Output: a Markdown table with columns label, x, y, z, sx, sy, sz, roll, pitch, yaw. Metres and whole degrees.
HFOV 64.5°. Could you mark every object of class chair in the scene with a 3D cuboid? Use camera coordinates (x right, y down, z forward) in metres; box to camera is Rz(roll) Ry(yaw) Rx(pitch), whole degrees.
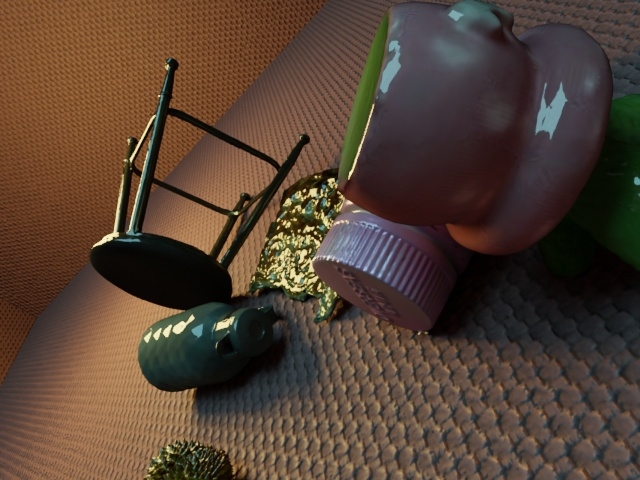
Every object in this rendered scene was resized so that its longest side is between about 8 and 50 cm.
| label | x | y | z | sx | sy | sz | roll | pitch | yaw |
| --- | --- | --- | --- | --- | --- | --- | --- | --- | --- |
| chair | -0.297 | -0.080 | 1.165 | 0.364 | 0.361 | 0.410 | -32 | 39 | 50 |

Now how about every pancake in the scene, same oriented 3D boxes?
| label | x | y | z | sx | sy | sz | roll | pitch | yaw |
| --- | --- | --- | --- | --- | --- | --- | --- | --- | --- |
| pancake | 0.002 | -0.005 | 0.955 | 0.426 | 0.066 | 0.305 | 9 | 70 | 59 |

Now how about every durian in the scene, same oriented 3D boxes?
| label | x | y | z | sx | sy | sz | roll | pitch | yaw |
| --- | --- | --- | --- | --- | --- | --- | --- | --- | --- |
| durian | -0.187 | 0.356 | 0.692 | 0.158 | 0.137 | 0.168 | 4 | 42 | 35 |

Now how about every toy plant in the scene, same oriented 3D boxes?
| label | x | y | z | sx | sy | sz | roll | pitch | yaw |
| --- | --- | --- | --- | --- | --- | --- | --- | --- | --- |
| toy plant | 0.196 | -0.064 | 0.447 | 0.317 | 0.355 | 0.211 | -85 | 17 | -52 |

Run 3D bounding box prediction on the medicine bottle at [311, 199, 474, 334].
| label | x | y | z | sx | sy | sz | roll | pitch | yaw |
| --- | --- | --- | --- | --- | --- | --- | --- | --- | --- |
| medicine bottle | 0.129 | -0.048 | 0.661 | 0.178 | 0.178 | 0.291 | 1 | 55 | 57 |

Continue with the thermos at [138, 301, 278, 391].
| label | x | y | z | sx | sy | sz | roll | pitch | yaw |
| --- | --- | --- | --- | --- | --- | --- | --- | --- | --- |
| thermos | -0.190 | 0.181 | 0.919 | 0.286 | 0.145 | 0.182 | -22 | 4 | 40 |
